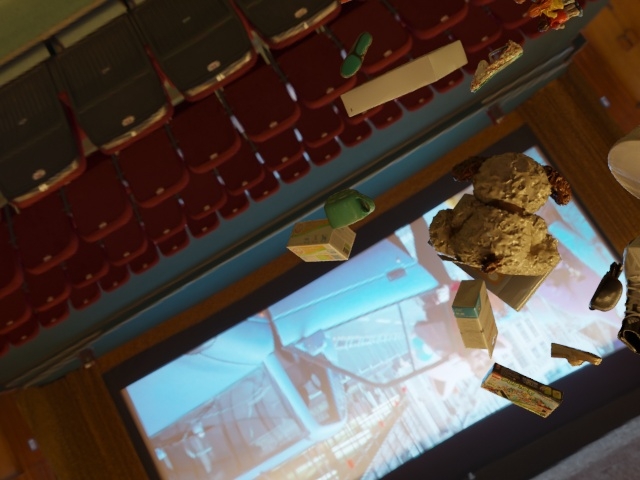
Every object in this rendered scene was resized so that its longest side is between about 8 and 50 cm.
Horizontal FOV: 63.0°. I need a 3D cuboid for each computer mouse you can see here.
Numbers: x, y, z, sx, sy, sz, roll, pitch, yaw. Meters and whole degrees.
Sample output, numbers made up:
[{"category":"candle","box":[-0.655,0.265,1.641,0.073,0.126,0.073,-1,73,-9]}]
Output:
[{"category":"computer mouse","box":[0.924,0.165,1.670,0.272,0.072,0.189,0,115,-59]}]

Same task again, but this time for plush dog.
[{"category":"plush dog","box":[0.344,-0.056,0.997,0.210,0.262,0.226,-12,115,-72]}]

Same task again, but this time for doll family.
[{"category":"doll family","box":[0.729,-0.805,1.711,0.163,0.263,0.118,-22,148,10]}]

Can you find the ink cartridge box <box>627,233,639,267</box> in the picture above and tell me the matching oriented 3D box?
[{"category":"ink cartridge box","box":[0.874,0.003,1.269,0.127,0.072,0.175,-38,-171,-17]}]

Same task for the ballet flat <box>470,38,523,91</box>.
[{"category":"ballet flat","box":[0.613,-0.625,1.863,0.241,0.077,0.091,-39,-178,-6]}]

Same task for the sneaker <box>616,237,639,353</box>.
[{"category":"sneaker","box":[1.229,0.231,1.979,0.169,0.448,0.257,0,-157,41]}]

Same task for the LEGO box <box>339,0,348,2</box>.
[{"category":"LEGO box","box":[0.216,-0.936,1.494,0.372,0.500,0.193,-11,135,22]}]

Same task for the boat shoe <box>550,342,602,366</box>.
[{"category":"boat shoe","box":[0.799,0.369,1.641,0.063,0.059,0.170,13,178,-26]}]

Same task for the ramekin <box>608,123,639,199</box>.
[{"category":"ramekin","box":[0.875,-0.196,1.292,0.127,0.273,0.273,-47,171,-6]}]

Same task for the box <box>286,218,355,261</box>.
[{"category":"box","box":[0.000,0.000,1.793,0.203,0.103,0.114,-5,146,44]}]

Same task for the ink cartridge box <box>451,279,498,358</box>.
[{"category":"ink cartridge box","box":[0.388,0.198,1.302,0.060,0.180,0.104,-3,-146,34]}]

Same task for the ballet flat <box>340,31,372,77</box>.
[{"category":"ballet flat","box":[0.144,-0.756,2.149,0.213,0.072,0.068,-60,-166,-3]}]

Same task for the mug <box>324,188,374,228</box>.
[{"category":"mug","box":[0.089,-0.111,1.645,0.157,0.097,0.129,-23,-171,10]}]

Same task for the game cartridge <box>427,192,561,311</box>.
[{"category":"game cartridge","box":[0.449,0.016,1.349,0.198,0.297,0.062,-57,153,14]}]

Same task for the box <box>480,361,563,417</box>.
[{"category":"box","box":[0.598,0.447,1.563,0.036,0.206,0.114,-57,163,-39]}]

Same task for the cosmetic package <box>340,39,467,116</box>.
[{"category":"cosmetic package","box":[0.300,-0.583,1.886,0.377,0.098,0.284,-13,-160,42]}]
